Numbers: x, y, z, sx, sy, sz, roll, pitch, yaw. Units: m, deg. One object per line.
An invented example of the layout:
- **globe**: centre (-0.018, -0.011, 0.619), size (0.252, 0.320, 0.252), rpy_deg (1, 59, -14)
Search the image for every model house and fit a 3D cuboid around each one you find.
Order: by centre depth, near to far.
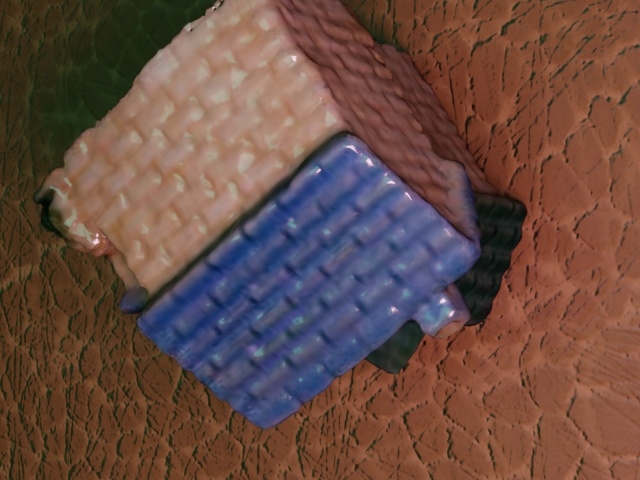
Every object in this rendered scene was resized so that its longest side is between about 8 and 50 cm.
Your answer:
- **model house**: centre (0.000, 0.000, 1.836), size (0.395, 0.445, 0.400), rpy_deg (-43, 68, 21)
